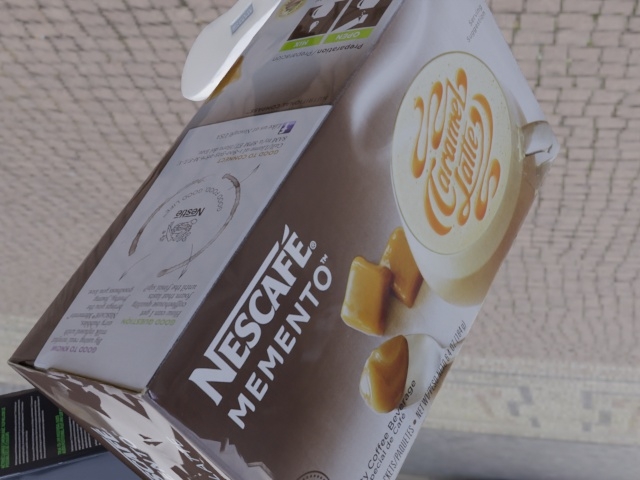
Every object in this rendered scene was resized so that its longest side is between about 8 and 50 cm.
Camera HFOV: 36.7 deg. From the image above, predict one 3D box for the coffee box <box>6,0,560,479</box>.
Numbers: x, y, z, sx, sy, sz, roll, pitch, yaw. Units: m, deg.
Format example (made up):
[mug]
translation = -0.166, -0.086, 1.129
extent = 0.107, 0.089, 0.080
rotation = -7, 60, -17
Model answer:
[coffee box]
translation = 0.000, 0.000, 0.436
extent = 0.098, 0.246, 0.141
rotation = 2, 140, 44

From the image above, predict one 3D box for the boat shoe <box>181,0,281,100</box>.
[boat shoe]
translation = -0.058, -0.182, 0.868
extent = 0.063, 0.066, 0.184
rotation = 15, 138, -37

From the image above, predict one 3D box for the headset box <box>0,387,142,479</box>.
[headset box]
translation = -0.223, 0.266, 0.926
extent = 0.283, 0.246, 0.131
rotation = -11, -152, -12
